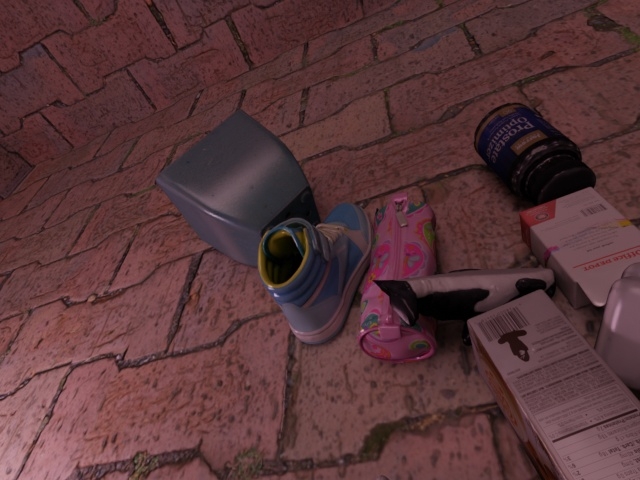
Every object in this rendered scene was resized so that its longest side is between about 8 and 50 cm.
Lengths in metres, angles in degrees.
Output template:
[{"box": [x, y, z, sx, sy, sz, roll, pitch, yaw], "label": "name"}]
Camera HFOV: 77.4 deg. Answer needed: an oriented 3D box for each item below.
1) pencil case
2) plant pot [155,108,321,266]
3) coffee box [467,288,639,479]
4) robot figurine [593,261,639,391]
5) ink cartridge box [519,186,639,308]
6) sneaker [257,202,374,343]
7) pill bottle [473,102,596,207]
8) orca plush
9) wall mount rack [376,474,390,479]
[{"box": [0.132, 0.053, 0.658, 0.124, 0.124, 0.284, -7, 46, 25], "label": "pencil case"}, {"box": [-0.144, -0.083, 0.882, 0.252, 0.247, 0.248, 34, 70, 28], "label": "plant pot"}, {"box": [0.263, 0.196, 0.418, 0.098, 0.141, 0.246, -25, 42, 6], "label": "coffee box"}, {"box": [0.448, 0.123, 0.333, 0.354, 0.199, 0.300, 18, 26, 41], "label": "robot figurine"}, {"box": [0.392, 0.020, 0.577, 0.115, 0.067, 0.198, -21, 40, 11], "label": "ink cartridge box"}, {"box": [0.000, 0.000, 0.722, 0.127, 0.208, 0.319, -5, 46, 28], "label": "sneaker"}, {"box": [0.376, -0.147, 0.714, 0.123, 0.122, 0.219, -23, 41, 9], "label": "pill bottle"}, {"box": [0.208, 0.096, 0.531, 0.151, 0.287, 0.102, -1, 90, 50], "label": "orca plush"}, {"box": [-0.004, 0.412, 0.375, 0.350, 0.130, 0.304, -19, 38, 13], "label": "wall mount rack"}]
